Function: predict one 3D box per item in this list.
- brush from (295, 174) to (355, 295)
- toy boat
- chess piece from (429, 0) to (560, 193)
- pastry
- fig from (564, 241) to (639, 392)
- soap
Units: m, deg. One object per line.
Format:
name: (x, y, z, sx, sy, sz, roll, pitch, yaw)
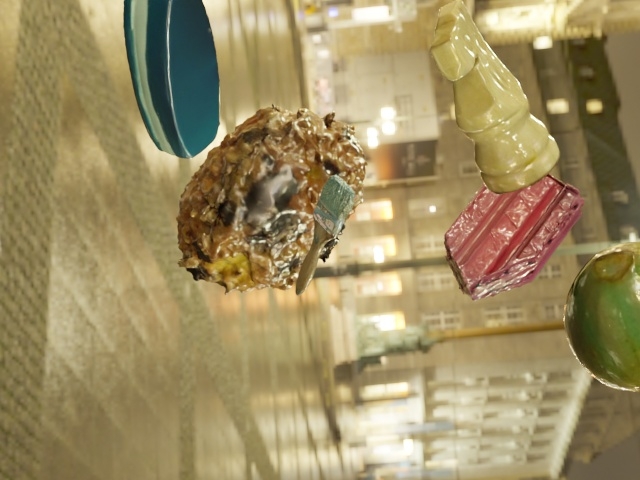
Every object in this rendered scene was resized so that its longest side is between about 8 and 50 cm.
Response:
brush: (0.000, 0.000, 1.456, 0.070, 0.021, 0.196, 49, -53, 44)
toy boat: (-0.167, -0.213, 1.142, 0.096, 0.062, 0.299, -43, 152, -28)
chess piece: (0.174, -0.153, 1.066, 0.200, 0.090, 0.090, 56, 15, -26)
pastry: (-0.077, -0.086, 1.847, 0.337, 0.292, 0.405, -34, -163, 53)
fig: (0.363, 0.082, 1.144, 0.191, 0.181, 0.181, 55, 22, -39)
soap: (0.321, -0.011, 1.741, 0.250, 0.162, 0.099, -50, 160, -12)
